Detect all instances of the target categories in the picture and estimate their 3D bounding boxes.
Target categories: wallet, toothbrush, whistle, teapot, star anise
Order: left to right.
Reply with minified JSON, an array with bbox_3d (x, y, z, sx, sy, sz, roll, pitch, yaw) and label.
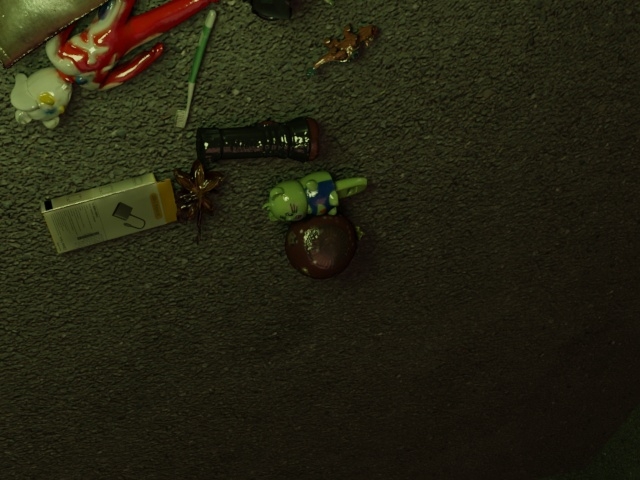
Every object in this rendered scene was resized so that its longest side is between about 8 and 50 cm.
[{"bbox_3d":[-0.406,-0.378,1.489,0.255,0.031,0.137,-30,107,8],"label":"wallet"},{"bbox_3d":[-0.220,-0.295,1.748,0.024,0.018,0.257,4,136,-23],"label":"toothbrush"},{"bbox_3d":[-0.241,-0.074,1.954,0.097,0.070,0.191,-16,124,-29],"label":"star anise"},{"bbox_3d":[-0.095,-0.427,1.606,0.096,0.087,0.177,0,141,4],"label":"teapot"},{"bbox_3d":[-0.011,-0.090,2.050,0.227,0.085,0.105,-13,151,-15],"label":"whistle"}]

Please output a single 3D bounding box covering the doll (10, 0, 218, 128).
[{"bbox_3d":[-0.350,-0.316,1.599,0.384,0.099,0.188,-38,141,13],"label":"doll"}]

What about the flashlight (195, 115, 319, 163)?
[{"bbox_3d":[-0.119,-0.188,1.882,0.231,0.093,0.093,-3,138,-18],"label":"flashlight"}]

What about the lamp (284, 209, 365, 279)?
[{"bbox_3d":[-0.002,0.004,2.140,0.157,0.135,0.156,35,85,-21],"label":"lamp"}]

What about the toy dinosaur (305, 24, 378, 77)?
[{"bbox_3d":[0.037,-0.343,1.800,0.154,0.049,0.055,-34,145,5],"label":"toy dinosaur"}]

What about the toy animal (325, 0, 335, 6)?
[{"bbox_3d":[0.025,-0.476,1.599,0.217,0.073,0.176,-61,166,15],"label":"toy animal"}]

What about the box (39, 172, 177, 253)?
[{"bbox_3d":[-0.403,-0.055,1.928,0.247,0.033,0.129,-16,141,-10],"label":"box"}]
